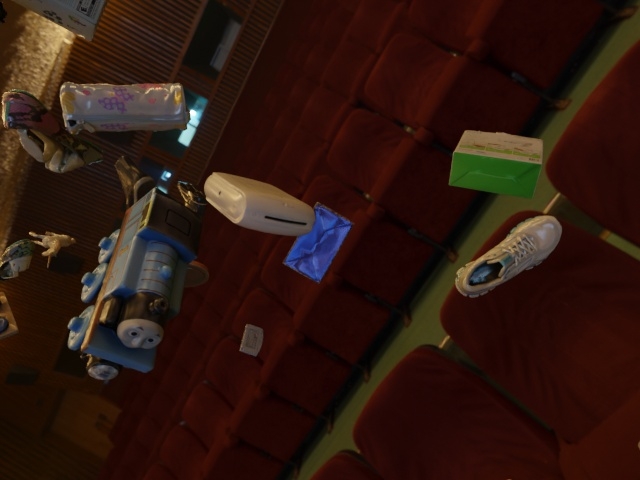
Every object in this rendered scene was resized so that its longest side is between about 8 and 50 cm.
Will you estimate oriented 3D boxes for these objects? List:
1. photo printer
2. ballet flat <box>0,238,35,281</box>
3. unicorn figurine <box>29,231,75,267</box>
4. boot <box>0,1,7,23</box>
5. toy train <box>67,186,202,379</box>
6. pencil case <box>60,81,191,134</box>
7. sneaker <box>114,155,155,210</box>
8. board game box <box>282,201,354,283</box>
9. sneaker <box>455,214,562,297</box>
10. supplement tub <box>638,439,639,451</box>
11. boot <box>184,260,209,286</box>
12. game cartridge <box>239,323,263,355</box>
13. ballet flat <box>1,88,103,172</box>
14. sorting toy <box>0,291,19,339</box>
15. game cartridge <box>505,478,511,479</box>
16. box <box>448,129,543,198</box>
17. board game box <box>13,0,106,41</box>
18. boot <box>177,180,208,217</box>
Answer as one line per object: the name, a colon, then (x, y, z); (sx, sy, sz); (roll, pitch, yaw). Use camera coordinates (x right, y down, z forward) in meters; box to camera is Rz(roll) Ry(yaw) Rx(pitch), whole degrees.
photo printer: (-0.177, -0.104, 1.255); (0.307, 0.255, 0.107); (32, 108, 50)
ballet flat: (-0.768, 0.056, 1.060); (0.188, 0.070, 0.070); (-25, 22, 33)
unicorn figurine: (-0.763, 0.008, 1.196); (0.162, 0.111, 0.060); (-62, -16, -68)
boot: (-0.654, -0.438, 0.769); (0.099, 0.045, 0.121); (-29, -19, -7)
toy train: (-0.177, 0.039, 0.412); (0.105, 0.080, 0.184); (-33, 41, 26)
pencil case: (-0.449, -0.308, 0.980); (0.124, 0.272, 0.114); (-131, 38, -53)
sneaker: (-0.570, -0.157, 1.294); (0.083, 0.118, 0.222); (-33, -13, -41)
board game box: (0.000, 0.000, 1.491); (0.232, 0.141, 0.291); (-60, -1, 5)
sneaker: (0.302, 0.029, 0.668); (0.190, 0.071, 0.083); (-40, -14, 10)
supplement tub: (0.398, 0.297, 0.414); (0.105, 0.198, 0.106); (-18, -10, -3)
boot: (-0.470, 0.055, 1.444); (0.220, 0.283, 0.109); (-62, -35, -55)
game cartridge: (-0.185, 0.271, 1.142); (0.083, 0.055, 0.017); (-82, 18, -45)
ballet flat: (-0.452, -0.163, 0.712); (0.221, 0.076, 0.079); (85, -167, -76)
sorting toy: (-0.798, 0.176, 0.973); (0.132, 0.274, 0.046); (-23, -35, -35)
game cartridge: (0.334, 0.682, 0.917); (0.323, 0.053, 0.285); (-25, 2, 3)
box: (0.584, -0.263, 1.398); (0.231, 0.261, 0.127); (-51, -33, -50)
board game box: (-0.576, -0.594, 0.841); (0.097, 0.303, 0.224); (2, 73, 57)
boot: (-0.455, -0.117, 1.450); (0.198, 0.076, 0.137); (39, 118, 49)
